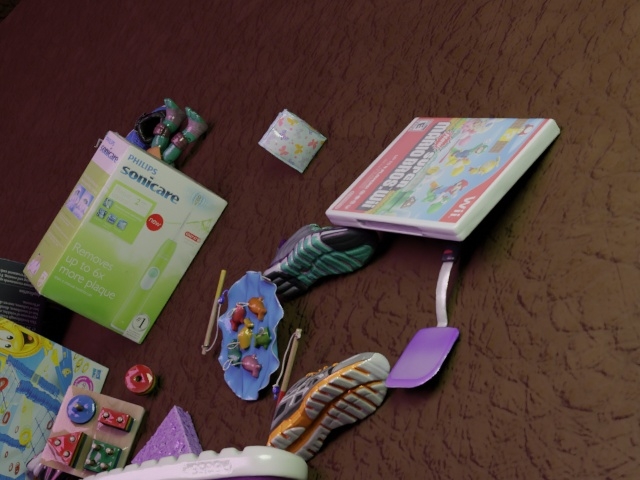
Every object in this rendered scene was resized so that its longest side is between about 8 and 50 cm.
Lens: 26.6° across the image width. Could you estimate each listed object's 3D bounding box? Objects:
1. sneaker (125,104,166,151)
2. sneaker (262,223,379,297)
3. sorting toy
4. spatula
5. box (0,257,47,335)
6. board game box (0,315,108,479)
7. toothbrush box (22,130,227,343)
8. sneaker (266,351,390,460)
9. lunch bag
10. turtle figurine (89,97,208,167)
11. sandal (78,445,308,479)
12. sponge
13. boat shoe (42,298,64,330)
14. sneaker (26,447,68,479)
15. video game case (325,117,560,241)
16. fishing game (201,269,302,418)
[{"bbox_3d":[-0.336,-0.192,2.545,0.152,0.058,0.084,-41,1,18],"label":"sneaker"},{"bbox_3d":[0.000,0.000,1.905,0.224,0.083,0.098,-25,39,44],"label":"sneaker"},{"bbox_3d":[-0.363,0.310,2.107,0.132,0.046,0.274,16,74,13],"label":"sorting toy"},{"bbox_3d":[0.158,0.052,1.680,0.084,0.030,0.296,-6,58,52],"label":"spatula"},{"bbox_3d":[-0.694,0.172,2.429,0.179,0.343,0.312,-6,72,54],"label":"box"},{"bbox_3d":[-0.537,0.289,2.204,0.086,0.302,0.308,-10,56,51],"label":"board game box"},{"bbox_3d":[-0.325,-0.005,2.248,0.283,0.206,0.122,-58,31,0],"label":"toothbrush box"},{"bbox_3d":[0.004,0.198,1.726,0.215,0.084,0.083,-40,31,30],"label":"sneaker"},{"bbox_3d":[-0.046,-0.158,2.101,0.071,0.083,0.053,-56,31,7],"label":"lunch bag"},{"bbox_3d":[-0.313,-0.144,2.434,0.175,0.118,0.234,32,75,28],"label":"turtle figurine"},{"bbox_3d":[-0.206,0.355,1.767,0.416,0.169,0.102,-21,57,31],"label":"sandal"},{"bbox_3d":[-0.213,0.345,1.955,0.117,0.031,0.210,-51,32,13],"label":"sponge"},{"bbox_3d":[-0.526,0.149,2.557,0.152,0.056,0.049,-31,44,52],"label":"boat shoe"},{"bbox_3d":[-0.379,0.338,2.175,0.178,0.077,0.072,-39,-10,5],"label":"sneaker"},{"bbox_3d":[0.151,-0.086,1.751,0.204,0.025,0.285,-46,27,-20],"label":"video game case"},{"bbox_3d":[-0.107,0.134,1.927,0.264,0.041,0.189,39,117,55],"label":"fishing game"}]
